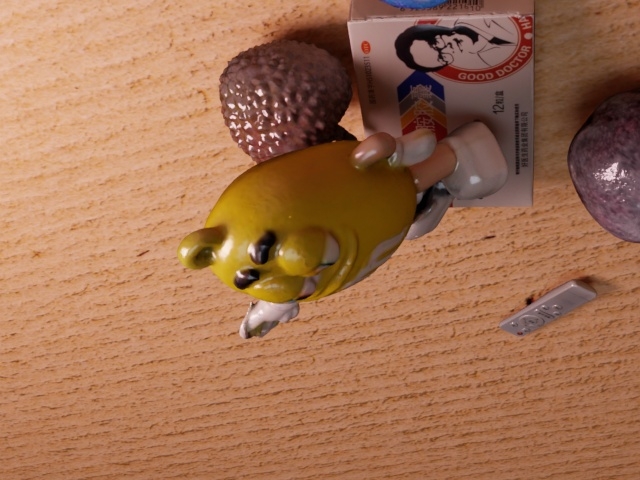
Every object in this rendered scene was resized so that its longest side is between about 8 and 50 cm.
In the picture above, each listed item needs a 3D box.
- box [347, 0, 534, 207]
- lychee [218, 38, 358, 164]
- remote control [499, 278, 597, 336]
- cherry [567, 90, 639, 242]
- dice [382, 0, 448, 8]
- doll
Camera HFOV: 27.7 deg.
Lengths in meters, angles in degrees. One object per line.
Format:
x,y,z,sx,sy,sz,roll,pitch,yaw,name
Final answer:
0.159,-0.168,1.613,0.214,0.069,0.353,-1,142,9,box
-0.032,-0.159,1.564,0.197,0.165,0.165,31,138,-13,lychee
0.347,0.102,1.986,0.050,0.027,0.184,25,144,-22,remote control
0.400,-0.096,1.589,0.195,0.195,0.195,4,144,3,cherry
0.094,-0.334,1.330,0.146,0.143,0.146,16,139,-12,dice
0.030,-0.022,1.532,0.423,0.161,0.348,-32,158,-15,doll
